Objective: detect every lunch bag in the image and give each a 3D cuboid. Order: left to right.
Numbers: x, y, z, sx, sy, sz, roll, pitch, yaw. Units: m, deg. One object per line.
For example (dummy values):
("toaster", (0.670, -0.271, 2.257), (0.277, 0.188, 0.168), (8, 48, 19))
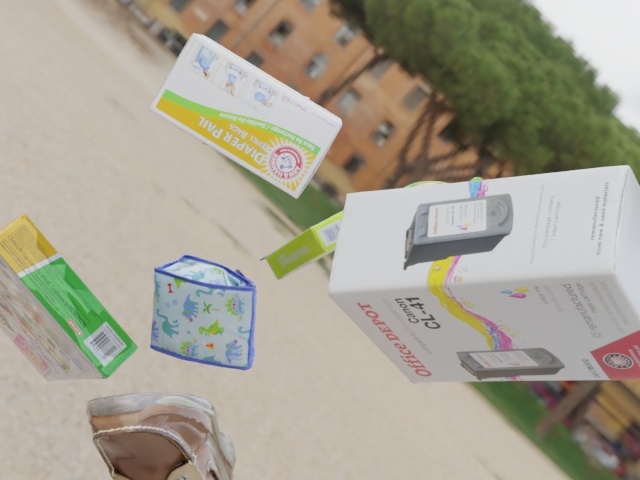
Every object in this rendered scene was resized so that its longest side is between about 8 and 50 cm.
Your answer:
("lunch bag", (-0.154, 0.102, 1.887), (0.151, 0.129, 0.096), (16, 24, 30))

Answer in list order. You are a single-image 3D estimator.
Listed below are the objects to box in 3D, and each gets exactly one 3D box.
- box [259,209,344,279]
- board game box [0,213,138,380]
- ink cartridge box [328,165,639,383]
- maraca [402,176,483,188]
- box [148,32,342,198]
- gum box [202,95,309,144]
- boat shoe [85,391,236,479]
("box", (0.000, 0.000, 1.826), (0.042, 0.109, 0.178), (62, -29, 2))
("board game box", (-0.403, 0.089, 1.916), (0.242, 0.064, 0.316), (52, -24, -12))
("ink cartridge box", (0.196, 0.045, 1.393), (0.306, 0.131, 0.226), (-6, -34, 29))
("maraca", (0.155, -0.017, 1.607), (0.099, 0.185, 0.127), (-44, -116, 57))
("box", (-0.084, -0.147, 1.587), (0.203, 0.103, 0.114), (31, 7, -4))
("gum box", (-0.090, -0.178, 1.986), (0.107, 0.062, 0.188), (18, 23, 6))
("boat shoe", (-0.157, 0.243, 1.430), (0.324, 0.123, 0.116), (56, 27, -63))
